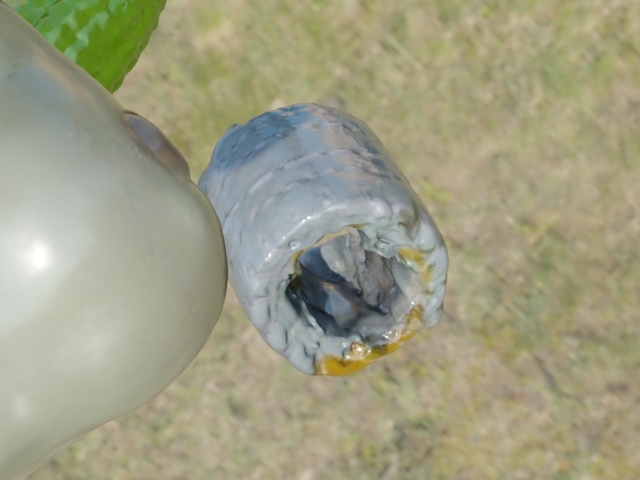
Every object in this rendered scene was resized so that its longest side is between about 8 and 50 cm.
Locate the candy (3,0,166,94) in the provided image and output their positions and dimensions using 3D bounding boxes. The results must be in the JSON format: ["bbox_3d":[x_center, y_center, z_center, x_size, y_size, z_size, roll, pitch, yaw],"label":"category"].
[{"bbox_3d":[-0.160,-0.107,1.142,0.209,0.097,0.096,-50,36,-15],"label":"candy"}]

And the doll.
[{"bbox_3d":[-0.195,0.045,0.702,0.370,0.215,0.226,-49,7,-27],"label":"doll"}]

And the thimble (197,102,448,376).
[{"bbox_3d":[0.001,-0.002,1.179,0.127,0.151,0.118,-26,46,-3],"label":"thimble"}]
